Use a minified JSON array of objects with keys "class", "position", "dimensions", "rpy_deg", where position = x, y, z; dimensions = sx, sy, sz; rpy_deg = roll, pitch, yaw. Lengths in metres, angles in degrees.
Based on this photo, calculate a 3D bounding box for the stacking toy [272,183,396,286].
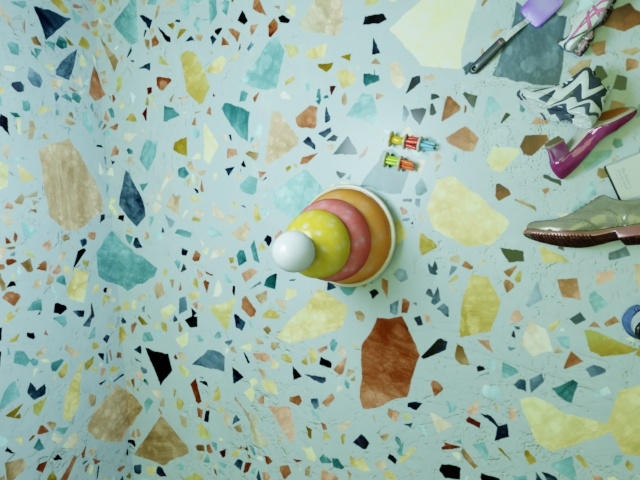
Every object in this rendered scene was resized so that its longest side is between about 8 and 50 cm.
[{"class":"stacking toy","position":[0.000,0.000,1.543],"dimensions":[0.351,0.480,0.350],"rpy_deg":[2,96,26]}]

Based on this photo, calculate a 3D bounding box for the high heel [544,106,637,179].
[{"class":"high heel","position":[0.747,-0.266,1.385],"dimensions":[0.244,0.082,0.117],"rpy_deg":[-29,114,12]}]

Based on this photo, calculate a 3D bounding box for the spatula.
[{"class":"spatula","position":[0.548,-0.595,1.461],"dimensions":[0.296,0.030,0.084],"rpy_deg":[-41,76,24]}]

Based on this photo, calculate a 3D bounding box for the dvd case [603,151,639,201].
[{"class":"dvd case","position":[0.912,-0.167,1.326],"dimensions":[0.253,0.022,0.180],"rpy_deg":[-24,84,26]}]

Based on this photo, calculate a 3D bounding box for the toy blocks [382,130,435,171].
[{"class":"toy blocks","position":[0.282,-0.276,1.613],"dimensions":[0.148,0.054,0.123],"rpy_deg":[17,102,24]}]

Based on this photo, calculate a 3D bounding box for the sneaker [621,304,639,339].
[{"class":"sneaker","position":[0.939,0.228,1.262],"dimensions":[0.316,0.182,0.127],"rpy_deg":[-6,94,27]}]

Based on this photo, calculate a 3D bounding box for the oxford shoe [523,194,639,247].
[{"class":"oxford shoe","position":[0.739,-0.054,1.382],"dimensions":[0.348,0.123,0.130],"rpy_deg":[-2,75,33]}]

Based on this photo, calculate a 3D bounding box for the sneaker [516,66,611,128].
[{"class":"sneaker","position":[0.676,-0.410,1.390],"dimensions":[0.153,0.094,0.235],"rpy_deg":[-51,43,-4]}]

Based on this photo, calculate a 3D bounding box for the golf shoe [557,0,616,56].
[{"class":"golf shoe","position":[0.717,-0.596,1.356],"dimensions":[0.086,0.067,0.186],"rpy_deg":[37,110,20]}]
